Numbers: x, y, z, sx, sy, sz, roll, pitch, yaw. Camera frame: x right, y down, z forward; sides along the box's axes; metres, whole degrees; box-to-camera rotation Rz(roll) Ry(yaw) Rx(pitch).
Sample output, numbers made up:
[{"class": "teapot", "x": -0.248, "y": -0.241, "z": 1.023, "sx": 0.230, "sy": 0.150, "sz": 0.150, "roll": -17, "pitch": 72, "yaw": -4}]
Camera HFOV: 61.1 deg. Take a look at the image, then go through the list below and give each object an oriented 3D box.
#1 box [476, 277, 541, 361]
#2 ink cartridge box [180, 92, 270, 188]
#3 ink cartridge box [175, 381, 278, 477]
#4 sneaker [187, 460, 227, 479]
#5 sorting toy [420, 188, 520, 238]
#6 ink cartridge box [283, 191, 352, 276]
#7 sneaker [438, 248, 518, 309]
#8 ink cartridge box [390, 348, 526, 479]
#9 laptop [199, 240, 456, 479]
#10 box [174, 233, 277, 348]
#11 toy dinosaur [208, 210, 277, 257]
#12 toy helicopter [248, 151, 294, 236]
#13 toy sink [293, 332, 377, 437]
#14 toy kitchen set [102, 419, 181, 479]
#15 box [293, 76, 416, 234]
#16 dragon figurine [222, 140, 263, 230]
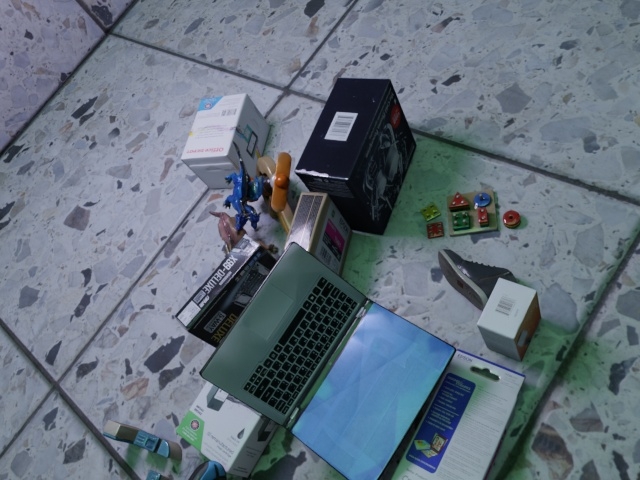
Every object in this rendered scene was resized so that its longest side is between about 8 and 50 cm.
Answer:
[{"class": "box", "x": 0.450, "y": 0.190, "z": 1.284, "sx": 0.091, "sy": 0.170, "sz": 0.130, "roll": 20, "pitch": 72, "yaw": 34}, {"class": "ink cartridge box", "x": -0.335, "y": -0.351, "z": 1.946, "sx": 0.198, "sy": 0.197, "sz": 0.270, "roll": 0, "pitch": 62, "yaw": 25}, {"class": "ink cartridge box", "x": -0.219, "y": 0.452, "z": 1.478, "sx": 0.211, "sy": 0.121, "sz": 0.289, "roll": 22, "pitch": 73, "yaw": 32}, {"class": "sneaker", "x": -0.347, "y": 0.683, "z": 1.357, "sx": 0.139, "sy": 0.125, "sz": 0.341, "roll": 34, "pitch": 103, "yaw": 46}, {"class": "sorting toy", "x": 0.416, "y": -0.086, "z": 1.536, "sx": 0.274, "sy": 0.046, "sz": 0.132, "roll": -8, "pitch": 59, "yaw": 21}, {"class": "ink cartridge box", "x": 0.000, "y": 0.000, "z": 1.566, "sx": 0.088, "sy": 0.235, "sz": 0.193, "roll": 5, "pitch": 66, "yaw": 27}, {"class": "sneaker", "x": 0.411, "y": 0.086, "z": 1.434, "sx": 0.118, "sy": 0.083, "sz": 0.222, "roll": -23, "pitch": 44, "yaw": -13}, {"class": "ink cartridge box", "x": 0.321, "y": 0.443, "z": 1.245, "sx": 0.175, "sy": 0.069, "sz": 0.371, "roll": 18, "pitch": 62, "yaw": 32}, {"class": "laptop", "x": 0.017, "y": 0.277, "z": 1.243, "sx": 0.382, "sy": 0.408, "sz": 0.236, "roll": -56, "pitch": 21, "yaw": -11}, {"class": "box", "x": -0.240, "y": 0.166, "z": 1.579, "sx": 0.076, "sy": 0.242, "sz": 0.307, "roll": 34, "pitch": 79, "yaw": 36}, {"class": "toy dinosaur", "x": -0.268, "y": -0.005, "z": 1.695, "sx": 0.127, "sy": 0.200, "sz": 0.296, "roll": -39, "pitch": 77, "yaw": 17}, {"class": "toy helicopter", "x": -0.117, "y": -0.116, "z": 1.713, "sx": 0.140, "sy": 0.235, "sz": 0.355, "roll": -18, "pitch": 70, "yaw": -23}, {"class": "toy sink", "x": 0.043, "y": 0.378, "z": 1.393, "sx": 0.234, "sy": 0.131, "sz": 0.153, "roll": -48, "pitch": 54, "yaw": -4}, {"class": "toy kitchen set", "x": -0.522, "y": 0.623, "z": 1.522, "sx": 0.207, "sy": 0.122, "sz": 0.166, "roll": 7, "pitch": 66, "yaw": 28}, {"class": "box", "x": 0.119, "y": -0.246, "z": 1.603, "sx": 0.179, "sy": 0.312, "sz": 0.343, "roll": 12, "pitch": 69, "yaw": 30}, {"class": "dragon figurine", "x": -0.231, "y": -0.166, "z": 1.673, "sx": 0.144, "sy": 0.085, "sz": 0.289, "roll": -2, "pitch": 79, "yaw": 50}]
